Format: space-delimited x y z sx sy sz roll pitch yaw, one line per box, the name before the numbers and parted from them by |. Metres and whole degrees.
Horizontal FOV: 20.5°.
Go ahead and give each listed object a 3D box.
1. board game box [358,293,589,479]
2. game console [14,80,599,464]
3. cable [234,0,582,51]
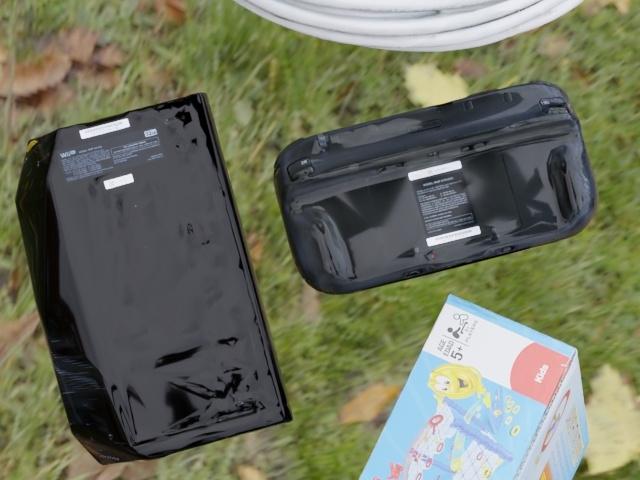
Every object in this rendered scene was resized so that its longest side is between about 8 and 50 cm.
board game box | 0.072 0.220 1.154 0.086 0.308 0.302 24 78 16
game console | 0.000 0.000 1.108 0.361 0.044 0.213 -14 89 -5
cable | 0.036 -0.205 0.948 0.257 0.089 0.257 -13 46 -19
